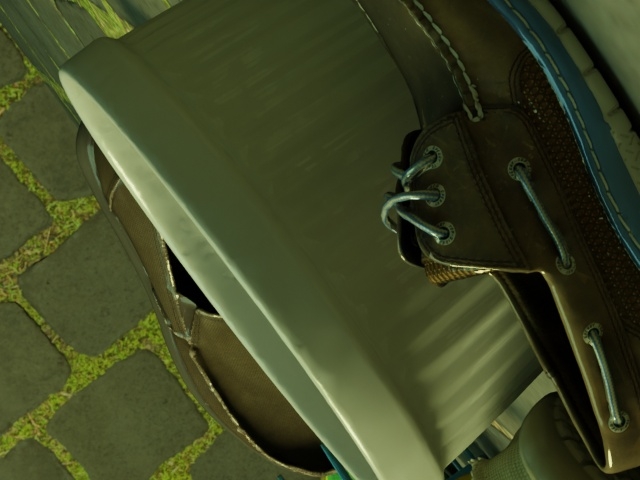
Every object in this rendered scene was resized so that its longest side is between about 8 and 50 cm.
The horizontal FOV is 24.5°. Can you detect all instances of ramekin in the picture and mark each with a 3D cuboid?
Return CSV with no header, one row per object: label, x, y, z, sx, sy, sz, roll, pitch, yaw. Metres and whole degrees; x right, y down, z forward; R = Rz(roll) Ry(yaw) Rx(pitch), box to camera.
ramekin,0.007,-0.011,0.552,0.207,0.109,0.207,52,172,10

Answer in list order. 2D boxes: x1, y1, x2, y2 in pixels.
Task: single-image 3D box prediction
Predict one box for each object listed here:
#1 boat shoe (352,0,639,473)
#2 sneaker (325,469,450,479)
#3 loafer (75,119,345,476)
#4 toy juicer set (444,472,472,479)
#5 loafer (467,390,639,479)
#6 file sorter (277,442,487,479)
boat shoe,0.054,-0.014,0.418,0.183,0.066,0.066,52,172,1
sneaker,0.123,0.263,1.179,0.295,0.109,0.123,46,156,21
loafer,-0.058,0.052,1.093,0.366,0.134,0.130,57,171,-28
toy juicer set,0.140,0.215,0.904,0.209,0.089,0.329,63,-173,33
loafer,0.104,0.135,0.579,0.102,0.092,0.268,48,180,25
file sorter,0.038,0.203,1.086,0.104,0.170,0.118,50,172,36
